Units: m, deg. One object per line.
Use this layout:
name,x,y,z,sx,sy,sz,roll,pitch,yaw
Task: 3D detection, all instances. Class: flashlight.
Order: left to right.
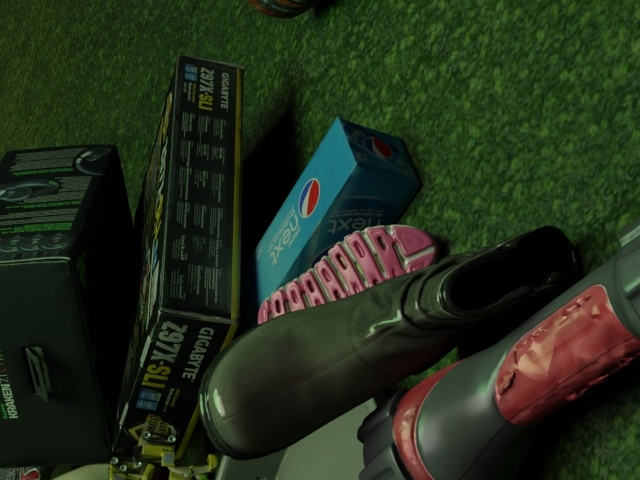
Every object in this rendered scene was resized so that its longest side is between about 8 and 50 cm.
flashlight,0.142,0.083,0.748,0.304,0.103,0.103,-44,62,43

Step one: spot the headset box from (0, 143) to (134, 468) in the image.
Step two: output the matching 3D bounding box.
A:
headset box,-0.280,0.068,1.301,0.283,0.131,0.246,-87,-8,-62

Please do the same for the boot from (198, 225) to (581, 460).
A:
boot,0.045,0.054,0.809,0.161,0.246,0.083,-36,80,55

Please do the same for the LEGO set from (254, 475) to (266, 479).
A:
LEGO set,-0.040,0.218,0.984,0.054,0.023,0.083,-60,18,21

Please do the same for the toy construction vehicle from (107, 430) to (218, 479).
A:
toy construction vehicle,-0.155,0.225,1.203,0.086,0.098,0.035,116,162,-48

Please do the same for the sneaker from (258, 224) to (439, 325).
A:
sneaker,0.030,0.038,1.015,0.170,0.075,0.063,-32,72,25

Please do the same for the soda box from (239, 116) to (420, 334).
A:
soda box,0.000,0.000,1.081,0.210,0.067,0.071,-58,32,30

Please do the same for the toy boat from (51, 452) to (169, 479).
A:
toy boat,-0.243,0.325,1.319,0.231,0.151,0.151,-36,75,50

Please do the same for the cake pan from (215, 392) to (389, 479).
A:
cake pan,-0.007,0.237,0.989,0.293,0.054,0.293,-37,46,50

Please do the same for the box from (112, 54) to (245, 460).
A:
box,-0.141,0.018,1.233,0.257,0.079,0.322,117,158,-47

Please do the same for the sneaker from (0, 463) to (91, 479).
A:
sneaker,-0.353,0.252,1.553,0.299,0.112,0.121,-46,39,43

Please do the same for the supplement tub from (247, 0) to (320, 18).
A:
supplement tub,-0.001,-0.296,1.193,0.198,0.106,0.106,-24,56,56

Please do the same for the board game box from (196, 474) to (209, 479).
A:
board game box,-0.166,0.303,1.143,0.092,0.043,0.181,-43,0,44
